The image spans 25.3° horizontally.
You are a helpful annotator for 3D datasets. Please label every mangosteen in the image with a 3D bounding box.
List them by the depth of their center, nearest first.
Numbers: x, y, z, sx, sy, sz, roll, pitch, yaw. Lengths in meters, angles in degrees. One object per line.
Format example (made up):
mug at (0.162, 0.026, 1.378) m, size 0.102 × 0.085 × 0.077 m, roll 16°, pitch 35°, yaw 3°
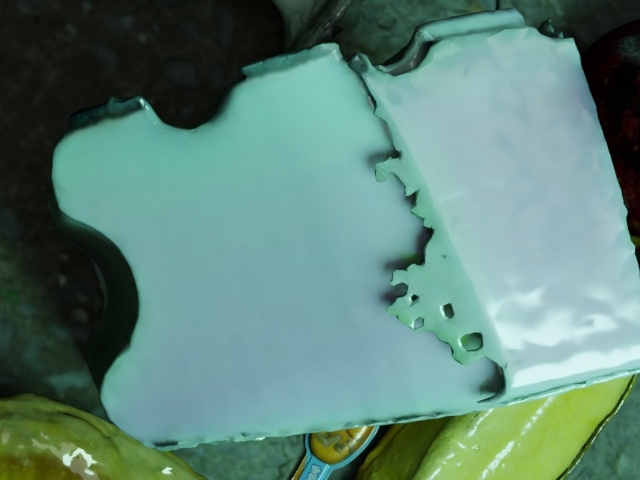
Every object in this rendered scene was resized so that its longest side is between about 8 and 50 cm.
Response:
mangosteen at (0.241, -0.052, 0.929) m, size 0.199 × 0.200 × 0.200 m, roll 0°, pitch 89°, yaw -11°

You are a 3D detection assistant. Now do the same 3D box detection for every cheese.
cheese at (0.004, 0.140, 0.942) m, size 0.047 × 0.017 × 0.111 m, roll 28°, pitch 87°, yaw 24°

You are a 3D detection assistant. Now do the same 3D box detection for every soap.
soap at (0.000, 0.000, 0.731) m, size 0.261 × 0.446 × 0.156 m, roll -11°, pitch 90°, yaw -11°

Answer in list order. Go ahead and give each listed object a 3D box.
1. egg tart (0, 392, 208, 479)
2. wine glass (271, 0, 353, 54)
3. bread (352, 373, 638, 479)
egg tart at (-0.185, 0.255, 0.853) m, size 0.341 × 0.129 × 0.341 m, roll 0°, pitch 90°, yaw -10°
wine glass at (-0.085, -0.206, 0.883) m, size 0.241 × 0.126 × 0.126 m, roll 37°, pitch 82°, yaw -10°
bread at (0.108, 0.136, 0.930) m, size 0.102 × 0.094 × 0.245 m, roll 41°, pitch 83°, yaw -17°
